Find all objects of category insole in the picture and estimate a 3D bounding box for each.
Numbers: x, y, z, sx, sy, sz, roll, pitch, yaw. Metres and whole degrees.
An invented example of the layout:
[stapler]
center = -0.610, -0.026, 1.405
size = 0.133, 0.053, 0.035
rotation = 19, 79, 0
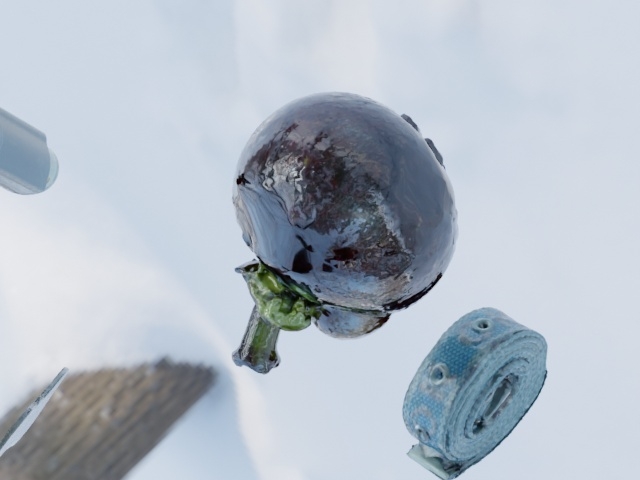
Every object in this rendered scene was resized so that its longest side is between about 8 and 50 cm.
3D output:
[insole]
center = -0.218, 0.131, 1.212
size = 0.006, 0.065, 0.193
rotation = 36, -174, -3

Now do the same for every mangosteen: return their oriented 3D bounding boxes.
[mangosteen]
center = 0.000, 0.000, 1.547
size = 0.231, 0.289, 0.231
rotation = 37, 176, 3

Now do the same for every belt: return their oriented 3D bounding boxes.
[belt]
center = 0.161, 0.151, 1.701
size = 0.082, 0.163, 0.148
rotation = 29, 138, 41

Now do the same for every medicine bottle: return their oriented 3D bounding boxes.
[medicine bottle]
center = -0.375, -0.090, 1.827
size = 0.079, 0.124, 0.258
rotation = 17, 177, 14
